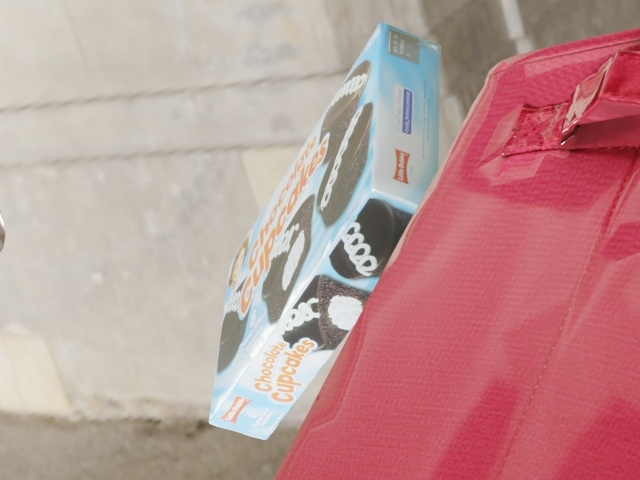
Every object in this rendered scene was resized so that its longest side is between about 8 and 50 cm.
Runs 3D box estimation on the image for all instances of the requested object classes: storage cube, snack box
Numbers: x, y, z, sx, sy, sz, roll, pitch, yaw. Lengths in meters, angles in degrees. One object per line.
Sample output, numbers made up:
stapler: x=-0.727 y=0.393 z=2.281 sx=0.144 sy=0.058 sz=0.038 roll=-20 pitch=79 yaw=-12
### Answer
storage cube: x=0.126 y=0.064 z=0.432 sx=0.183 sy=0.215 sz=0.193 roll=-7 pitch=48 yaw=52
snack box: x=0.000 y=0.000 z=1.217 sx=0.060 sy=0.322 sz=0.187 roll=19 pitch=45 yaw=-15

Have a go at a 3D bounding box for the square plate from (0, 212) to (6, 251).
square plate: x=-0.309 y=-0.095 z=0.420 sx=0.347 sy=0.049 sz=0.344 roll=-16 pitch=62 yaw=-24
